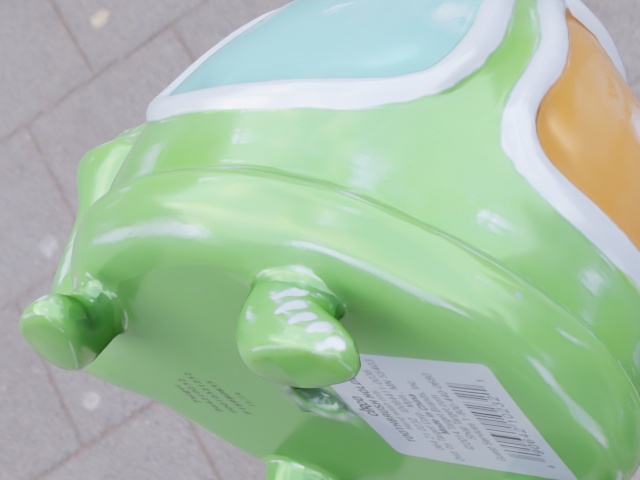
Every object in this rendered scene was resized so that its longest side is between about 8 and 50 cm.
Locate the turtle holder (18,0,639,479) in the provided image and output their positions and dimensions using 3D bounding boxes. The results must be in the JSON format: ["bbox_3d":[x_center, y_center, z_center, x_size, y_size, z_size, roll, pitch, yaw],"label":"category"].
[{"bbox_3d":[0.018,0.008,0.600,0.243,0.320,0.227,32,64,-14],"label":"turtle holder"}]
